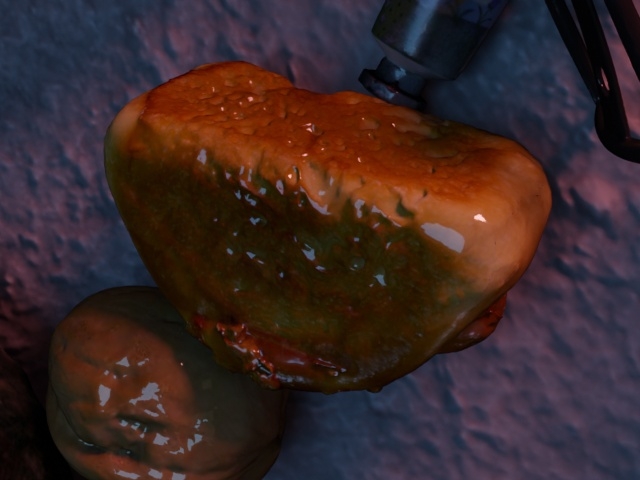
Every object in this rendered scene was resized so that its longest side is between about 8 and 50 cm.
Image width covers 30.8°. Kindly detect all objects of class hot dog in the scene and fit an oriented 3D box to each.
[{"bbox_3d":[0.000,0.000,0.675,0.257,0.150,0.153,19,126,24],"label":"hot dog"}]

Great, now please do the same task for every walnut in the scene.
[{"bbox_3d":[-0.099,0.100,0.756,0.167,0.149,0.166,20,139,18],"label":"walnut"}]

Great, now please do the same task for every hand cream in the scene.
[{"bbox_3d":[0.104,-0.199,0.663,0.091,0.058,0.271,32,106,5],"label":"hand cream"}]

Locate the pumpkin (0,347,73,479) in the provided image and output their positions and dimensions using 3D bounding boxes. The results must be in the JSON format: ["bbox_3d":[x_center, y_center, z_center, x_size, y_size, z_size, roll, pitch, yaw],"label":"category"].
[{"bbox_3d":[-0.367,0.236,0.786,0.454,0.344,0.454,-4,80,23],"label":"pumpkin"}]

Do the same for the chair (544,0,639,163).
[{"bbox_3d":[0.157,-0.183,0.566,0.141,0.154,0.260,-27,107,5],"label":"chair"}]
